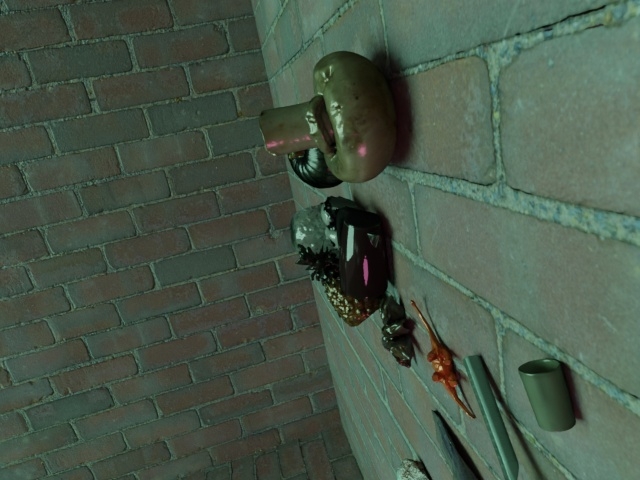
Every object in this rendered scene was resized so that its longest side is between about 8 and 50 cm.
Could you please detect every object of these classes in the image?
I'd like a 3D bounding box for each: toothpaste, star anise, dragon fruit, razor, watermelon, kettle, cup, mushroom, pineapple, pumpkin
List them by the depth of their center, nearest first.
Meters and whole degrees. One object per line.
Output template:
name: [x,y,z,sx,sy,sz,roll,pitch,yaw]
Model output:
cup: [0.311,0.213,0.581,0.075,0.055,0.083,153,100,-79]
razor: [0.317,0.339,0.727,0.111,0.056,0.277,88,165,-58]
mushroom: [0.014,-0.256,0.911,0.292,0.290,0.292,167,90,-85]
toothpaste: [0.327,0.543,0.999,0.282,0.069,0.099,-111,37,-71]
star anise: [0.215,0.270,1.182,0.197,0.073,0.212,-113,10,-55]
kettle: [0.115,0.022,1.202,0.202,0.144,0.232,-134,36,-55]
pumpkin: [-0.004,-0.275,1.262,0.250,0.216,0.249,26,125,45]
watermelon: [0.327,0.792,1.346,0.180,0.081,0.094,38,127,50]
pineapple: [0.049,0.120,1.360,0.340,0.169,0.169,48,166,8]
dragon fruit: [0.000,0.000,1.628,0.283,0.221,0.203,102,158,-65]

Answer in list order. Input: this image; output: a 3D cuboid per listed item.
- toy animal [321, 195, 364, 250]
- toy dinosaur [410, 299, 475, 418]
toy animal: [0.073,-0.046,1.351,0.166,0.138,0.179,-86,-7,-63]
toy dinosaur: [0.264,0.261,0.928,0.101,0.055,0.279,28,-138,-71]
